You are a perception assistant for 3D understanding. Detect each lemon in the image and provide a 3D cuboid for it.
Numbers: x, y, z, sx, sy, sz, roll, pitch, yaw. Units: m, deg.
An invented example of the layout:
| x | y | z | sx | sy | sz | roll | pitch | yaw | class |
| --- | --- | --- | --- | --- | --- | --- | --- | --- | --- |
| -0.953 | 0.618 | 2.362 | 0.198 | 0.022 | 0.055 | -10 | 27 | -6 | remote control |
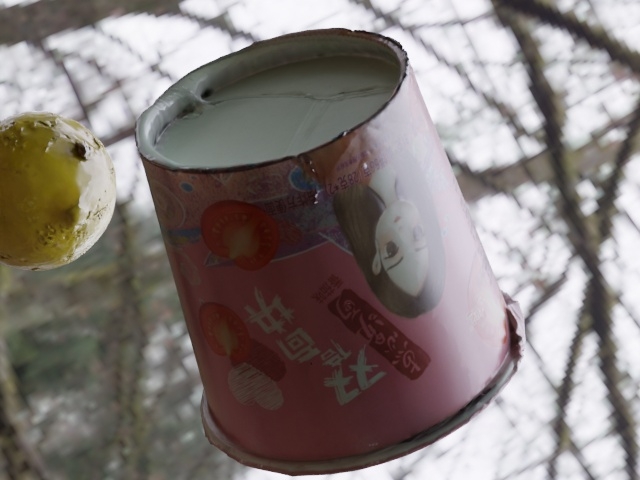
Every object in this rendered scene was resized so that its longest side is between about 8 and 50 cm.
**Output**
| x | y | z | sx | sy | sz | roll | pitch | yaw | class |
| --- | --- | --- | --- | --- | --- | --- | --- | --- | --- |
| -0.314 | -0.054 | 2.161 | 0.206 | 0.173 | 0.173 | -14 | -78 | 58 | lemon |

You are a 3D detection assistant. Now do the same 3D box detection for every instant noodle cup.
| x | y | z | sx | sy | sz | roll | pitch | yaw | class |
| --- | --- | --- | --- | --- | --- | --- | --- | --- | --- |
| 0.000 | 0.000 | 1.352 | 0.243 | 0.243 | 0.231 | 12 | -49 | 42 | instant noodle cup |
